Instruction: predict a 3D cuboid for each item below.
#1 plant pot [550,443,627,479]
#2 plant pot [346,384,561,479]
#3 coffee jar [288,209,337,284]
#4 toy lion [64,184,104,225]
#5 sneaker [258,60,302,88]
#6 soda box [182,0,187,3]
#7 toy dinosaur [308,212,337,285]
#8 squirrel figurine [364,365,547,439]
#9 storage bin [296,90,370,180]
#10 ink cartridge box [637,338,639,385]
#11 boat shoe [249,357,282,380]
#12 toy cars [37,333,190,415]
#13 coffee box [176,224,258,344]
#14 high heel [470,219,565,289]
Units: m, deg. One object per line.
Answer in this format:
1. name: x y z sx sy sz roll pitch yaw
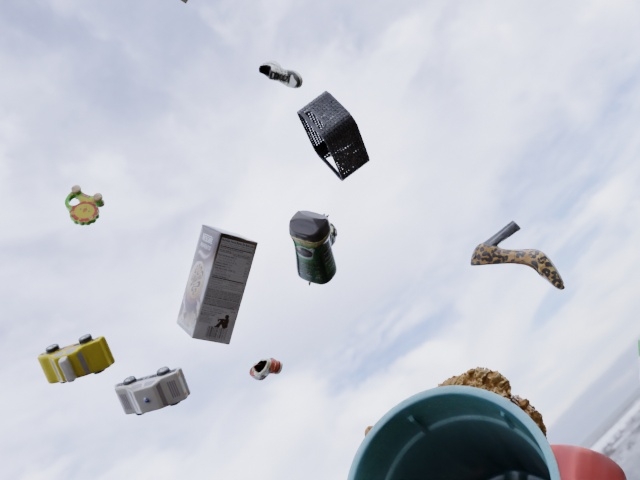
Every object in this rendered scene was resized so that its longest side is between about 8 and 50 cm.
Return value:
1. plant pot: 0.557 0.643 1.641 0.243 0.275 0.275 -70 1 -47
2. plant pot: 0.264 0.455 1.171 0.341 0.341 0.334 -45 -45 1
3. coffee jar: -0.018 0.015 1.717 0.079 0.096 0.184 -54 -31 -36
4. toy lion: -0.589 -0.082 1.788 0.034 0.100 0.096 97 -163 -55
5. sneaker: -0.069 -0.275 1.214 0.037 0.083 0.032 -27 -41 -48
6. soda box: -0.236 -0.553 1.386 0.061 0.058 0.181 30 -62 -20
7. toy dinosaur: 0.000 0.000 2.088 0.268 0.064 0.118 -64 -39 -48
8. squirrel figurine: 0.283 0.456 1.550 0.281 0.370 0.397 166 127 -79
9. storage bin: 0.031 -0.234 1.632 0.084 0.122 0.180 -37 -31 -5
10. ink cartridge box: 0.878 0.411 1.819 0.201 0.117 0.278 64 -148 -29
11. boat shoe: -0.144 0.316 1.787 0.043 0.049 0.137 19 -25 -28
12. toy cars: -0.527 0.351 1.817 0.087 0.393 0.176 -81 15 -73
13. coffee box: -0.293 0.119 2.020 0.119 0.168 0.297 15 -88 -28
14. high heel: 0.585 0.089 2.161 0.186 0.261 0.093 -39 -23 1
